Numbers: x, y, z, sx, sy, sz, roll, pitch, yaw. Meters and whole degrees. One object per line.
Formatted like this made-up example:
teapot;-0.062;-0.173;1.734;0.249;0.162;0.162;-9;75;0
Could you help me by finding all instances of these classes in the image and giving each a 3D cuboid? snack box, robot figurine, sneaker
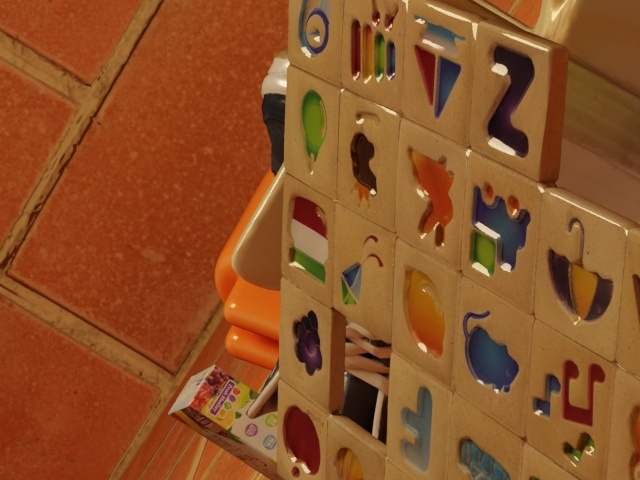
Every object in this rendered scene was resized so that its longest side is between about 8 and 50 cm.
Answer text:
snack box;-0.049;0.130;1.327;0.037;0.100;0.141;-59;4;-11
robot figurine;-0.001;0.001;1.477;0.128;0.158;0.219;-10;41;43
sneaker;0.015;0.025;0.961;0.153;0.099;0.282;-60;-25;-11

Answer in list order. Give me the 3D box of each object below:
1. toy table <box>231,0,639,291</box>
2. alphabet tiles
toy table;0.096;-0.063;0.751;0.274;0.161;0.252;-60;5;-2
alphabet tiles;0.045;0.028;0.594;0.237;0.009;0.198;32;124;56
